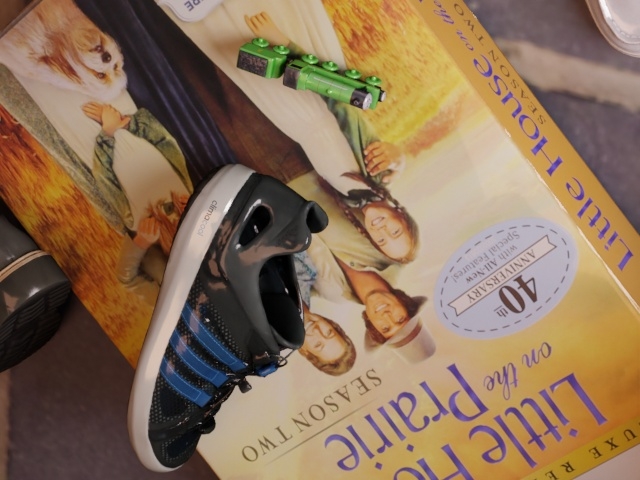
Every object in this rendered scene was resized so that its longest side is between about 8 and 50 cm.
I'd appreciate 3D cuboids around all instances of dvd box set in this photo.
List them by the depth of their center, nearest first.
[{"bbox_3d":[0.000,0.000,1.043,0.307,0.062,0.420,-34,96,33],"label":"dvd box set"}]

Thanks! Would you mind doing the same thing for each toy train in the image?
[{"bbox_3d":[-0.006,-0.087,0.954,0.083,0.023,0.017,20,119,16],"label":"toy train"}]

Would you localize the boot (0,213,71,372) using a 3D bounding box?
[{"bbox_3d":[-0.226,0.011,1.136,0.137,0.077,0.198,53,147,7],"label":"boot"}]

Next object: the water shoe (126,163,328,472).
[{"bbox_3d":[-0.052,0.058,1.014,0.080,0.073,0.203,23,121,13],"label":"water shoe"}]

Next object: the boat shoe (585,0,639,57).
[{"bbox_3d":[0.152,-0.175,0.890,0.066,0.063,0.184,10,116,21],"label":"boat shoe"}]
